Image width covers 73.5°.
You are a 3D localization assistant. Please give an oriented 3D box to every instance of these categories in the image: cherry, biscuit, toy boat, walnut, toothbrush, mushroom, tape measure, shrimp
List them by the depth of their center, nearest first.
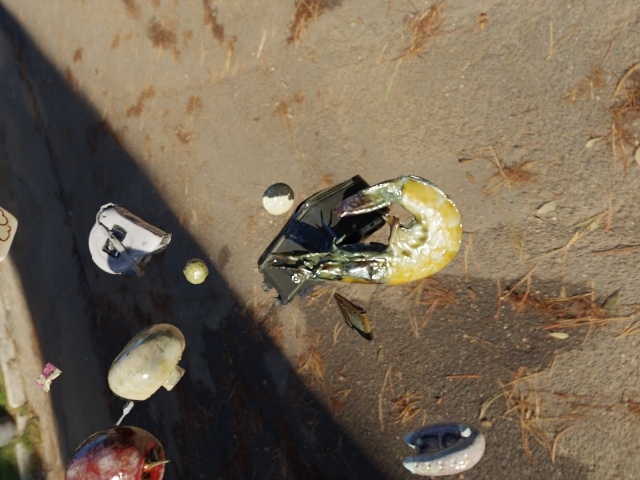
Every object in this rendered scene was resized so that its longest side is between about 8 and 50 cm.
[{"bbox_3d":[0.099,-0.004,0.949,0.085,0.446,0.271,-101,4,-58],"label":"shrimp"},{"bbox_3d":[-0.566,0.624,1.181,0.301,0.230,0.202,-17,51,9],"label":"cherry"},{"bbox_3d":[0.335,0.560,1.187,0.228,0.155,0.084,-18,106,20],"label":"toy boat"},{"bbox_3d":[-0.505,0.377,1.296,0.195,0.253,0.189,43,156,-12],"label":"mushroom"},{"bbox_3d":[-0.609,0.008,1.325,0.236,0.120,0.197,29,95,6],"label":"tape measure"},{"bbox_3d":[-0.422,0.104,1.453,0.092,0.092,0.091,-2,87,42],"label":"walnut"},{"bbox_3d":[-0.816,0.754,1.628,0.024,0.353,0.029,11,124,8],"label":"toothbrush"},{"bbox_3d":[-0.182,-0.181,1.864,0.020,0.152,0.151,48,120,53],"label":"biscuit"}]

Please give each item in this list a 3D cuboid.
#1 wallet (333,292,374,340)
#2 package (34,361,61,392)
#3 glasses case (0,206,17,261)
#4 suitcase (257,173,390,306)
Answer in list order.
[{"bbox_3d":[0.119,0.274,1.513,0.133,0.243,0.039,32,69,29],"label":"wallet"},{"bbox_3d":[-0.915,0.459,1.438,0.059,0.029,0.083,31,83,6],"label":"package"},{"bbox_3d":[-0.862,-0.077,0.964,0.076,0.336,0.143,-14,56,10],"label":"glasses case"},{"bbox_3d":[0.000,0.000,1.251,0.194,0.283,0.434,51,138,8],"label":"suitcase"}]
